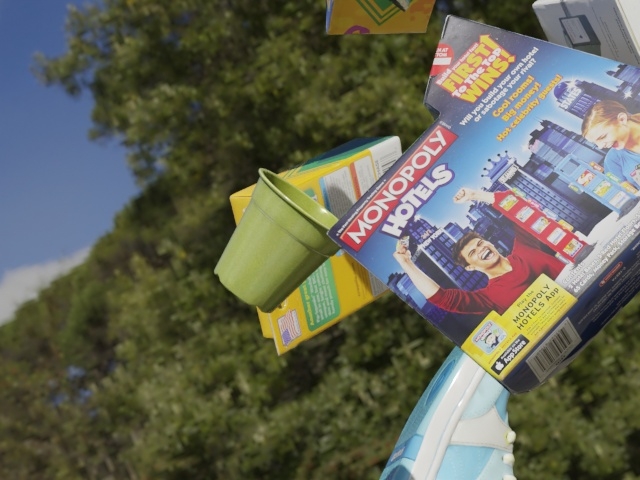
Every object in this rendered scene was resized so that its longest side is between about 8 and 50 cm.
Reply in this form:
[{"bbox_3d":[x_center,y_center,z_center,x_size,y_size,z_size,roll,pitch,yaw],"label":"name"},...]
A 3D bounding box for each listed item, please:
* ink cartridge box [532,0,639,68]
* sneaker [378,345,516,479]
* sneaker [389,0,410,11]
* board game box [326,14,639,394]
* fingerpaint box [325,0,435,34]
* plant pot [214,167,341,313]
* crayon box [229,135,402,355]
[{"bbox_3d":[0.431,-0.311,1.704,0.211,0.121,0.289,-29,11,-5],"label":"ink cartridge box"},{"bbox_3d":[0.165,0.245,1.231,0.319,0.208,0.127,-63,0,-12],"label":"sneaker"},{"bbox_3d":[0.079,-0.275,1.288,0.073,0.063,0.162,-52,-1,1],"label":"sneaker"},{"bbox_3d":[0.109,-0.036,0.729,0.194,0.194,0.060,-45,-40,-4],"label":"board game box"},{"bbox_3d":[0.087,-0.574,1.857,0.163,0.444,0.371,-2,-21,-7],"label":"fingerpaint box"},{"bbox_3d":[-0.031,0.006,0.915,0.079,0.083,0.083,-54,-18,8],"label":"plant pot"},{"bbox_3d":[0.000,0.000,1.772,0.083,0.203,0.323,1,20,42],"label":"crayon box"}]
